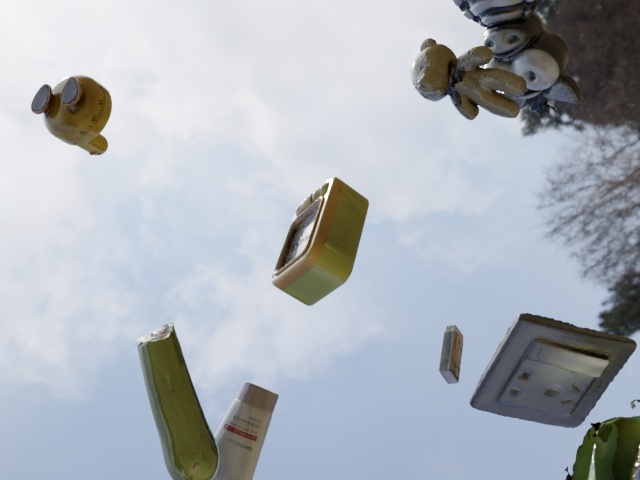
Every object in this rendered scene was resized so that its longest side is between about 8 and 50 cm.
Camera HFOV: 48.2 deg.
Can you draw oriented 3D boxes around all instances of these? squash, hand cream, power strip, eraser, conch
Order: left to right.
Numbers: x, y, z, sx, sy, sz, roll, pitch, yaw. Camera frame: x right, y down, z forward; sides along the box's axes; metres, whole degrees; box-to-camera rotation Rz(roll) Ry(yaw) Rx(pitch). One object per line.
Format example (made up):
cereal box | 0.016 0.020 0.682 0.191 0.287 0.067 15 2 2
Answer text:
squash | -0.215 0.250 1.067 0.083 0.083 0.250 -8 -105 -53
hand cream | -0.172 0.412 1.449 0.083 0.133 0.247 60 -131 -64
eraser | 0.286 0.247 1.556 0.052 0.029 0.122 53 -142 -36
power strip | 0.453 0.251 1.426 0.257 0.251 0.092 14 -142 -10
conch | 0.347 0.318 0.809 0.137 0.143 0.250 25 -137 -55

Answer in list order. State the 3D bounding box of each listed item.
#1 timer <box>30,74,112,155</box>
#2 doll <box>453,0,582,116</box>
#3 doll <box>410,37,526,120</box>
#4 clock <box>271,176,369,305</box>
timer | -0.355 -0.189 1.066 0.109 0.107 0.107 36 -151 -58
doll | 0.180 -0.206 0.680 0.067 0.091 0.219 -54 -56 -35
doll | 0.119 -0.132 0.584 0.093 0.061 0.051 11 -146 7
clock | 0.000 0.000 1.247 0.096 0.143 0.202 34 -134 -20
